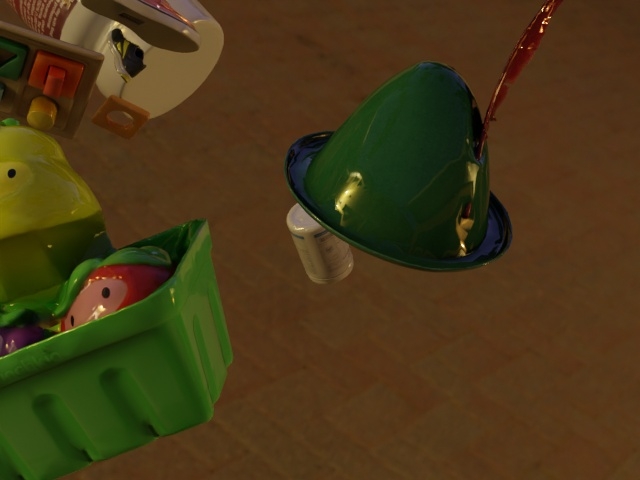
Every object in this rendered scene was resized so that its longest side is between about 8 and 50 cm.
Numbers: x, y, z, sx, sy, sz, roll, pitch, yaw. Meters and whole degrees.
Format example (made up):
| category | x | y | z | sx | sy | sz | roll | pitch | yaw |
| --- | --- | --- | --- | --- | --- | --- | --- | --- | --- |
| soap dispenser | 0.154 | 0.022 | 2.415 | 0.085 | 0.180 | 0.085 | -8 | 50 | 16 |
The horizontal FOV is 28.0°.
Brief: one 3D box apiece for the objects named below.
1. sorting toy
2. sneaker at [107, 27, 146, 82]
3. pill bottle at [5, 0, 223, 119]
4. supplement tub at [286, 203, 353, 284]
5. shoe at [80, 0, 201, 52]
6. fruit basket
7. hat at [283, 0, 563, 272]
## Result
| category | x | y | z | sx | sy | sz | roll | pitch | yaw |
| --- | --- | --- | --- | --- | --- | --- | --- | --- | --- |
| sorting toy | -0.397 | -0.207 | 1.714 | 0.347 | 0.196 | 0.047 | 17 | 53 | -15 |
| sneaker | -0.222 | -0.218 | 1.490 | 0.031 | 0.035 | 0.083 | 57 | 10 | -54 |
| pill bottle | -0.332 | -0.372 | 1.862 | 0.392 | 0.224 | 0.224 | 47 | 28 | 18 |
| supplement tub | 0.000 | 0.000 | 1.753 | 0.071 | 0.107 | 0.071 | -11 | 42 | 10 |
| shoe | -0.207 | -0.291 | 1.527 | 0.063 | 0.081 | 0.178 | -9 | -22 | 41 |
| fruit basket | -0.306 | 0.051 | 1.402 | 0.392 | 0.392 | 0.283 | 23 | 19 | -3 |
| hat | 0.084 | -0.107 | 0.885 | 0.173 | 0.183 | 0.208 | 19 | 29 | -2 |
